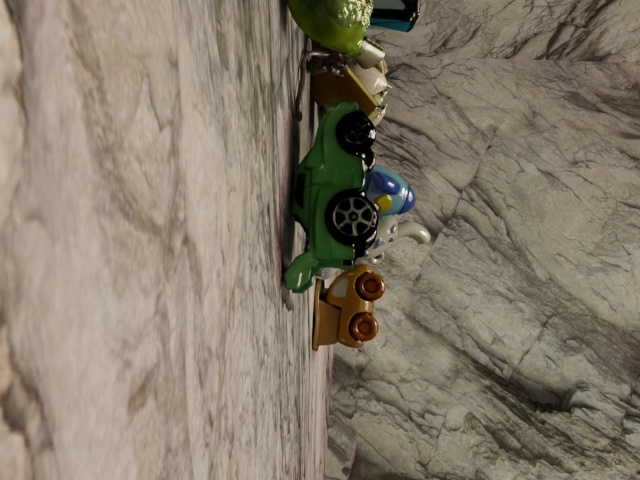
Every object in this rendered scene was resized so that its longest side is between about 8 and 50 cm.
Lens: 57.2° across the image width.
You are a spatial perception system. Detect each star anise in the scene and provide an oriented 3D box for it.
[{"bbox_3d":[-0.030,-0.349,1.207,0.227,0.219,0.148,-27,167,-39],"label":"star anise"}]

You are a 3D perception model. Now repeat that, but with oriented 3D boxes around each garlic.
[{"bbox_3d":[0.092,-0.411,1.588,0.185,0.203,0.281,-44,144,-56],"label":"garlic"}]

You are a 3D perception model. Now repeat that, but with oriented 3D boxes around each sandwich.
[{"bbox_3d":[0.038,-0.370,1.423,0.236,0.128,0.122,49,11,-6],"label":"sandwich"}]

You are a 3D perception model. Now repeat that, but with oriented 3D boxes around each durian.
[{"bbox_3d":[0.011,-0.394,0.910,0.250,0.139,0.101,87,13,-48],"label":"durian"}]

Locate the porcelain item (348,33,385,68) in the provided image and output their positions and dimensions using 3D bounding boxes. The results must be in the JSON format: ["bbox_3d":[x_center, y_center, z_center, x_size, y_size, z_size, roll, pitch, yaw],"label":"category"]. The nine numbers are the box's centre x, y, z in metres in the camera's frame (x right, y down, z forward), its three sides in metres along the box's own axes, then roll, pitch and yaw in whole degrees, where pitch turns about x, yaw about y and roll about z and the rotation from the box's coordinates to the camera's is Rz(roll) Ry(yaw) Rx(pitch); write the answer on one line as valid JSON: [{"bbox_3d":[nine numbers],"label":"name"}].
[{"bbox_3d":[0.075,-0.471,1.385,0.213,0.084,0.054,12,55,-58],"label":"porcelain item"}]

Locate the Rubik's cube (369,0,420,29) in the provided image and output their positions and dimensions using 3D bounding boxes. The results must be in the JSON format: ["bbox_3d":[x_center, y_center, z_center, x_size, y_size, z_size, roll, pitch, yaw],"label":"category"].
[{"bbox_3d":[0.115,-0.639,1.390,0.246,0.248,0.250,-65,158,-76],"label":"Rubik's cube"}]

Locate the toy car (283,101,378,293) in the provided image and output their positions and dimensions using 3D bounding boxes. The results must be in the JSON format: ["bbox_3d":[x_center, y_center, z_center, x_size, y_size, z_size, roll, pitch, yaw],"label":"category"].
[{"bbox_3d":[0.023,-0.079,1.137,0.213,0.176,0.359,62,28,-83],"label":"toy car"}]

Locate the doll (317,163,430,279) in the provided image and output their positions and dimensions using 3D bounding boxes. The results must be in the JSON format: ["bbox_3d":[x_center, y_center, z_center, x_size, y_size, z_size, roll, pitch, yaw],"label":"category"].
[{"bbox_3d":[0.143,-0.085,1.680,0.376,0.187,0.366,-30,124,-35],"label":"doll"}]

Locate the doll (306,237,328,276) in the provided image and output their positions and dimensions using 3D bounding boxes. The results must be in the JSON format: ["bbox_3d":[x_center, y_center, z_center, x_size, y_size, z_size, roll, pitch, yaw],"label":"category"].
[{"bbox_3d":[0.005,0.001,1.477,0.120,0.075,0.180,90,5,-72],"label":"doll"}]

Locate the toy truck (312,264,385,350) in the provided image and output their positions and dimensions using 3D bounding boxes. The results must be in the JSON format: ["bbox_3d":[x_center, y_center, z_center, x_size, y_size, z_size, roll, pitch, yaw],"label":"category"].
[{"bbox_3d":[0.088,0.214,1.846,0.204,0.211,0.288,64,33,-82],"label":"toy truck"}]
